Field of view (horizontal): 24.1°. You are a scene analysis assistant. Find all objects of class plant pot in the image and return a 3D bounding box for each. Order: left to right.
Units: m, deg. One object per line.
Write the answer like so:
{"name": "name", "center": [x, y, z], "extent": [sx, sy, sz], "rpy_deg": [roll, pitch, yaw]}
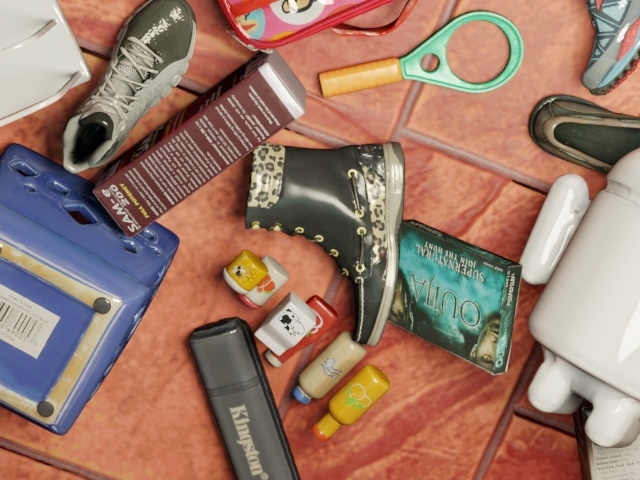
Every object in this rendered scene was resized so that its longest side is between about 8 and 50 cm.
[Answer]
{"name": "plant pot", "center": [-0.316, 0.063, 1.674], "extent": [0.236, 0.212, 0.236], "rpy_deg": [30, 105, -7]}

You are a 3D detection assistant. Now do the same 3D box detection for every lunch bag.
{"name": "lunch bag", "center": [0.012, -0.335, 1.607], "extent": [0.293, 0.120, 0.258], "rpy_deg": [-22, 108, 9]}

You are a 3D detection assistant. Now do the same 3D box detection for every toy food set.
{"name": "toy food set", "center": [-0.038, 0.116, 1.734], "extent": [0.232, 0.111, 0.104], "rpy_deg": [42, 102, -12]}

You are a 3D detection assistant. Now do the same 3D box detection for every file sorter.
{"name": "file sorter", "center": [-0.401, -0.251, 1.606], "extent": [0.192, 0.173, 0.278], "rpy_deg": [-22, 104, 7]}

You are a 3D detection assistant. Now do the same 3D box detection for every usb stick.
{"name": "usb stick", "center": [-0.084, 0.223, 1.800], "extent": [0.077, 0.045, 0.278], "rpy_deg": [-16, 105, 5]}

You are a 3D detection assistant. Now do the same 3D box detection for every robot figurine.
{"name": "robot figurine", "center": [0.352, 0.044, 1.582], "extent": [0.300, 0.200, 0.353], "rpy_deg": [31, 95, 20]}

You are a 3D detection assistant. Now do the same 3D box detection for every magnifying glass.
{"name": "magnifying glass", "center": [0.114, -0.198, 1.686], "extent": [0.231, 0.026, 0.092], "rpy_deg": [-11, 106, 5]}

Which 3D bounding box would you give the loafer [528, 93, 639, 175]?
{"name": "loafer", "center": [0.365, -0.095, 1.679], "extent": [0.267, 0.084, 0.096], "rpy_deg": [13, 104, -2]}

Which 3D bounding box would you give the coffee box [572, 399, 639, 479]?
{"name": "coffee box", "center": [0.359, 0.274, 1.757], "extent": [0.098, 0.141, 0.247], "rpy_deg": [-10, 104, 4]}

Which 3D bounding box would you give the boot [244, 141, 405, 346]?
{"name": "boot", "center": [0.000, -0.001, 1.708], "extent": [0.178, 0.085, 0.236], "rpy_deg": [4, 99, -6]}

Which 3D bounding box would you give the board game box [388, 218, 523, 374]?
{"name": "board game box", "center": [0.148, 0.061, 1.688], "extent": [0.026, 0.186, 0.126], "rpy_deg": [-6, 109, -36]}

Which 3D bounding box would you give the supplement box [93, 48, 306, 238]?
{"name": "supplement box", "center": [-0.131, -0.111, 1.662], "extent": [0.239, 0.130, 0.073], "rpy_deg": [-36, 103, 9]}

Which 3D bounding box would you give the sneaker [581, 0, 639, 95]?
{"name": "sneaker", "center": [0.326, -0.289, 1.633], "extent": [0.125, 0.104, 0.262], "rpy_deg": [23, 102, 13]}

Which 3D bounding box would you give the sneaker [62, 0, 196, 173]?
{"name": "sneaker", "center": [-0.213, -0.162, 1.647], "extent": [0.086, 0.132, 0.229], "rpy_deg": [32, 104, -8]}
